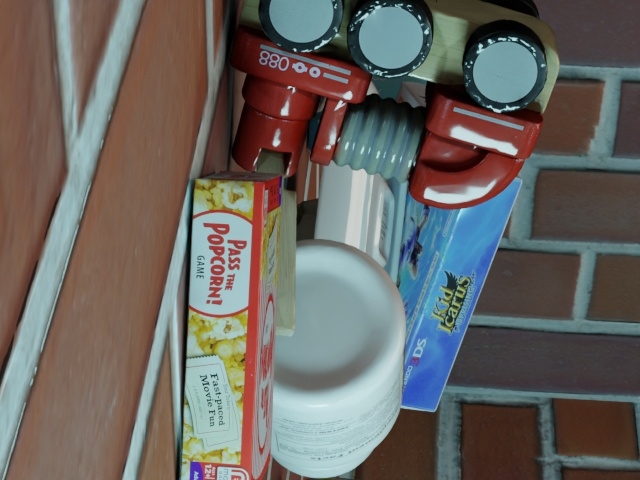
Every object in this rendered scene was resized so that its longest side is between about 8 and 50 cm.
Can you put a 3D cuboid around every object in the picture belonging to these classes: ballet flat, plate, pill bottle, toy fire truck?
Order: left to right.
[{"bbox_3d":[-0.002,0.100,1.402,0.229,0.131,0.131,87,7,-67],"label":"pill bottle"},{"bbox_3d":[0.000,0.000,1.930,0.248,0.086,0.086,-80,172,-67],"label":"ballet flat"},{"bbox_3d":[0.030,-0.061,1.286,0.158,0.217,0.246,-82,-171,-66],"label":"toy fire truck"},{"bbox_3d":[0.044,-0.018,1.817,0.277,0.045,0.278,43,53,-75],"label":"plate"}]

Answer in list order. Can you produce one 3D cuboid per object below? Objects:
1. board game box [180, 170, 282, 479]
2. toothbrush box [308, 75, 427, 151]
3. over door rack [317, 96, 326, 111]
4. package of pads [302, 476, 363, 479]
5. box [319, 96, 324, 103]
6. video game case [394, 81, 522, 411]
[{"bbox_3d":[-0.054,0.056,1.156,0.147,0.045,0.194,-55,148,-84],"label":"board game box"},{"bbox_3d":[0.099,-0.255,2.230,0.126,0.216,0.296,-75,169,-78],"label":"toothbrush box"},{"bbox_3d":[0.006,-0.301,1.614,0.239,0.108,0.324,-79,-174,-69],"label":"over door rack"},{"bbox_3d":[0.058,0.406,1.982,0.101,0.229,0.297,-2,94,-65],"label":"package of pads"},{"bbox_3d":[-0.003,-0.222,2.080,0.162,0.029,0.116,-73,166,-74],"label":"box"},{"bbox_3d":[0.102,0.002,1.951,0.244,0.061,0.270,-120,-135,-61],"label":"video game case"}]
